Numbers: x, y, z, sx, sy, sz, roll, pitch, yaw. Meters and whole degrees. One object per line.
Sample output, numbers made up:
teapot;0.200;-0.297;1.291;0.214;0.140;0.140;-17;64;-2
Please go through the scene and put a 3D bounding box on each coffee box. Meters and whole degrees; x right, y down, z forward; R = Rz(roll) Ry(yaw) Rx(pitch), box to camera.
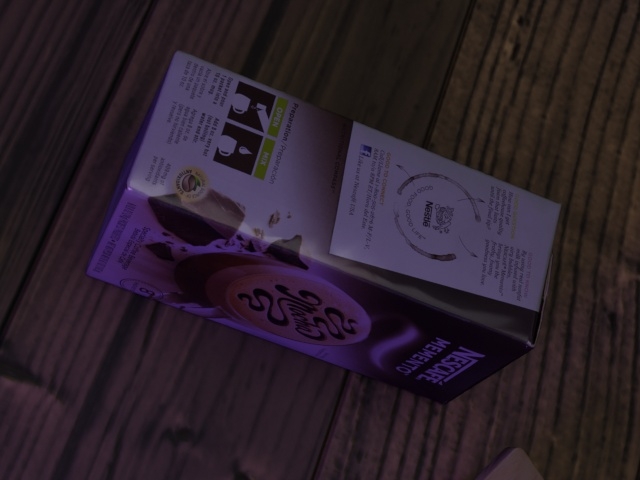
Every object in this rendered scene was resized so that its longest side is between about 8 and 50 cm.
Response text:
coffee box;0.000;0.000;1.044;0.297;0.168;0.119;21;64;-10

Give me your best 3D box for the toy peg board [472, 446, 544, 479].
toy peg board;0.114;0.260;1.043;0.161;0.079;0.160;-39;101;-27
